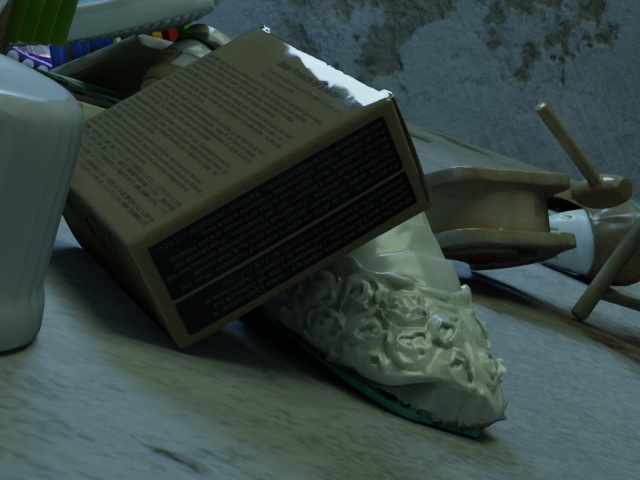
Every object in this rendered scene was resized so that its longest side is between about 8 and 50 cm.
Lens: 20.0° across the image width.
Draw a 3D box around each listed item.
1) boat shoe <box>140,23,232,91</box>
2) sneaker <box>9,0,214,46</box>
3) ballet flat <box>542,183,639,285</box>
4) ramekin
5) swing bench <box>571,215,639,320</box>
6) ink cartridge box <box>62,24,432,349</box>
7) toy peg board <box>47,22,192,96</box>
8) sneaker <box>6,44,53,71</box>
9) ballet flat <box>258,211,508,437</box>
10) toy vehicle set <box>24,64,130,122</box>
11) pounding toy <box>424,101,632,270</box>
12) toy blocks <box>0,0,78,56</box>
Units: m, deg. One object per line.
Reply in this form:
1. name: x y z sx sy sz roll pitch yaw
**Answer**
1. boat shoe: -0.055 -0.095 1.887 0.302 0.113 0.103 36 51 7
2. sneaker: -0.293 -0.281 1.907 0.366 0.150 0.135 -2 9 14
3. ballet flat: 0.317 -0.012 2.305 0.124 0.116 0.342 -2 13 -11
4. ramekin: -0.262 -0.054 0.978 0.277 0.135 0.277 21 8 -3
5. swing bench: 0.423 0.017 1.805 0.165 0.254 0.253 16 10 -31
6. ink cartridge box: -0.064 -0.043 1.204 0.235 0.193 0.088 38 -26 62
7. toy peg board: -0.227 -0.220 2.066 0.161 0.079 0.161 -19 -13 28
8. sneaker: -0.354 -0.257 2.191 0.236 0.104 0.095 20 7 -12
9. ballet flat: 0.000 0.000 1.301 0.147 0.147 0.409 15 11 -37
10. toy vehicle set: -0.269 -0.143 1.892 0.267 0.035 0.166 13 11 -45
11. pounding toy: 0.178 -0.054 1.885 0.270 0.154 0.154 2 -11 -37
12. toy blocks: -0.413 -0.191 1.482 0.381 0.190 0.261 19 20 -5
